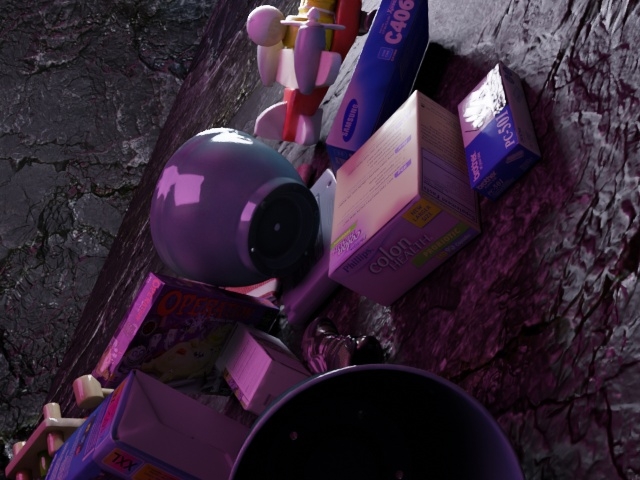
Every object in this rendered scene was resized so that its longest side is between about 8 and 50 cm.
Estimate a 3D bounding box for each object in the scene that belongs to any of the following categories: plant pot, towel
[{"bbox_3d":[-0.127,-0.041,1.544,0.196,0.293,0.293,19,81,41],"label":"plant pot"},{"bbox_3d":[0.038,0.267,0.911,0.293,0.293,0.235,-64,6,-7],"label":"plant pot"},{"bbox_3d":[-0.117,0.010,1.876,0.237,0.037,0.329,-29,40,50],"label":"towel"}]

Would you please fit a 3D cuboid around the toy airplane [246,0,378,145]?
[{"bbox_3d":[-0.053,-0.399,1.897,0.386,0.272,0.384,-39,32,44],"label":"toy airplane"}]

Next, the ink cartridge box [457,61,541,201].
[{"bbox_3d":[0.253,-0.159,1.240,0.097,0.046,0.207,-47,26,34],"label":"ink cartridge box"}]

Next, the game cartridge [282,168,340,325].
[{"bbox_3d":[0.000,0.000,1.604,0.196,0.060,0.294,-53,23,30],"label":"game cartridge"}]

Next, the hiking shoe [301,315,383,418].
[{"bbox_3d":[0.045,0.177,1.280,0.114,0.086,0.227,-41,32,13],"label":"hiking shoe"}]

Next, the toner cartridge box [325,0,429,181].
[{"bbox_3d":[0.109,-0.275,1.548,0.165,0.075,0.348,69,-141,-66],"label":"toner cartridge box"}]

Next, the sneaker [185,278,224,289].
[{"bbox_3d":[-0.284,0.158,1.988,0.090,0.095,0.235,-48,27,28],"label":"sneaker"}]

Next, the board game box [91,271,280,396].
[{"bbox_3d":[-0.230,0.179,1.558,0.056,0.347,0.208,30,96,33],"label":"board game box"}]

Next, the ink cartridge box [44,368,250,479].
[{"bbox_3d":[-0.313,0.425,1.495,0.395,0.270,0.151,-44,23,38],"label":"ink cartridge box"}]

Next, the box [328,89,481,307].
[{"bbox_3d":[0.125,-0.063,1.314,0.213,0.117,0.243,-44,27,37],"label":"box"}]

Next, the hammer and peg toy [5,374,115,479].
[{"bbox_3d":[-0.539,0.462,2.007,0.361,0.266,0.127,-46,49,32],"label":"hammer and peg toy"}]

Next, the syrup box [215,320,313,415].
[{"bbox_3d":[-0.099,0.227,1.496,0.096,0.093,0.237,-62,22,0],"label":"syrup box"}]
